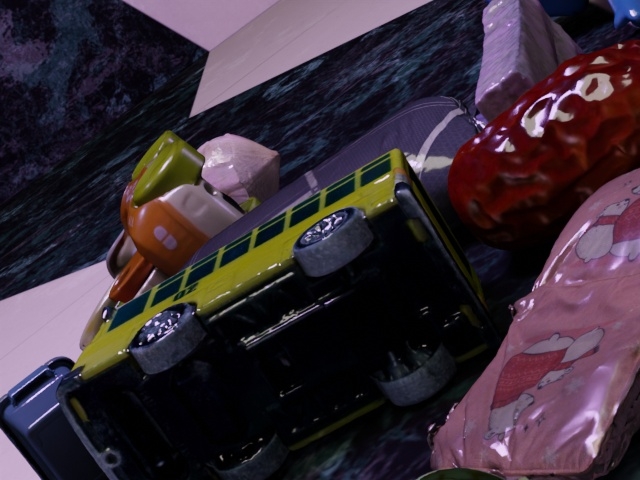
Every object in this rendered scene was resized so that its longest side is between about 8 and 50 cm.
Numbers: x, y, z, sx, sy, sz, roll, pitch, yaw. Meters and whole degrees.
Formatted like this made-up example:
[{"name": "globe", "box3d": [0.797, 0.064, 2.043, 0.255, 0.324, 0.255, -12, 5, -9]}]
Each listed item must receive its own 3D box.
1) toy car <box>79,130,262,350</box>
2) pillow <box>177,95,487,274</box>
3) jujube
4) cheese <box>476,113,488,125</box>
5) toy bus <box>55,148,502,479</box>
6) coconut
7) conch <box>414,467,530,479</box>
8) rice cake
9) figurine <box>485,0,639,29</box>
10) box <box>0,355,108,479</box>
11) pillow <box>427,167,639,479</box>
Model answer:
[{"name": "toy car", "box3d": [-0.152, 0.024, 1.192, 0.235, 0.145, 0.235, -46, 16, 18]}, {"name": "pillow", "box3d": [0.000, 0.000, 1.003, 0.335, 0.092, 0.161, -33, 20, 7]}, {"name": "jujube", "box3d": [0.166, -0.062, 0.829, 0.176, 0.112, 0.109, -31, 57, 25]}, {"name": "cheese", "box3d": [0.097, -0.086, 1.150, 0.191, 0.042, 0.105, -14, 27, 45]}, {"name": "toy bus", "box3d": [-0.027, 0.061, 0.820, 0.262, 0.128, 0.150, -29, 16, 12]}, {"name": "coconut", "box3d": [-0.096, -0.059, 1.340, 0.124, 0.110, 0.110, -36, 15, 17]}, {"name": "conch", "box3d": [0.076, 0.150, 0.471, 0.106, 0.079, 0.170, -36, 30, 15]}, {"name": "rice cake", "box3d": [0.177, -0.133, 1.021, 0.050, 0.106, 0.298, -39, 13, 22]}, {"name": "figurine", "box3d": [0.337, -0.345, 1.193, 0.416, 0.243, 0.298, -48, 16, 33]}, {"name": "box", "box3d": [-0.194, 0.148, 0.956, 0.074, 0.099, 0.054, -38, 31, -16]}, {"name": "pillow", "box3d": [0.156, 0.039, 0.669, 0.135, 0.049, 0.248, -14, 29, 52]}]
